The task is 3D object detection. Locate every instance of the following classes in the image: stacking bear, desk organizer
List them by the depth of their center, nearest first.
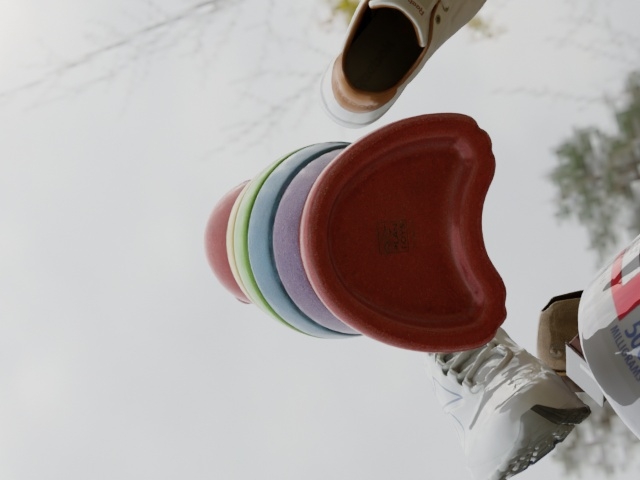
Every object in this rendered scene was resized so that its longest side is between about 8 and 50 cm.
[{"bbox_3d":[0.000,0.000,1.396,0.164,0.289,0.175,-5,-89,-25],"label":"stacking bear"},{"bbox_3d":[0.255,0.105,1.593,0.047,0.050,0.130,43,174,17],"label":"desk organizer"}]

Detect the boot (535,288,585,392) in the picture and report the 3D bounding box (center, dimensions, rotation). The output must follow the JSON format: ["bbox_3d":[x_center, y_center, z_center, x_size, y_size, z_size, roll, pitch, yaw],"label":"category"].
[{"bbox_3d":[0.403,0.110,2.056,0.112,0.305,0.115,-45,-49,-83],"label":"boot"}]

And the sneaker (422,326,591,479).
[{"bbox_3d":[0.132,0.121,1.444,0.129,0.111,0.297,55,175,-4],"label":"sneaker"}]

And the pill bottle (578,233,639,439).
[{"bbox_3d":[0.415,0.004,1.393,0.229,0.407,0.229,27,-143,-23],"label":"pill bottle"}]

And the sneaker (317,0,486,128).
[{"bbox_3d":[0.105,-0.237,1.686,0.106,0.123,0.290,31,-99,-3],"label":"sneaker"}]
